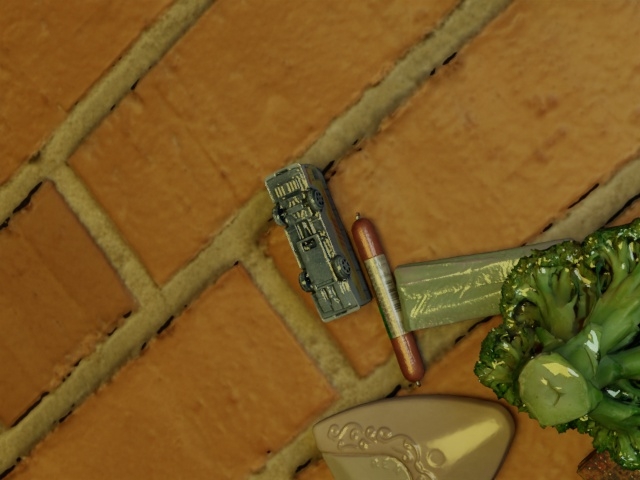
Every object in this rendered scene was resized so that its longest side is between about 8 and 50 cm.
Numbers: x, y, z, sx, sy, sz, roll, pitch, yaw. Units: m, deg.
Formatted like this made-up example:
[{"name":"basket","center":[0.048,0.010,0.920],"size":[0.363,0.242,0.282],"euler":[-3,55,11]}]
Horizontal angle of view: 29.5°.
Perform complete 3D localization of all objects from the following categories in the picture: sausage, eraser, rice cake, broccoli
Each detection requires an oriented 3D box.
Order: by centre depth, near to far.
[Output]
[{"name":"broccoli","center":[0.279,0.105,1.215],"size":[0.254,0.269,0.269],"euler":[20,103,24]},{"name":"rice cake","center":[0.194,0.050,1.402],"size":[0.222,0.042,0.080],"euler":[-11,86,26]},{"name":"eraser","center":[0.121,0.262,1.445],"size":[0.243,0.059,0.204],"euler":[-34,80,28]},{"name":"sausage","center":[0.081,0.071,1.464],"size":[0.029,0.029,0.223],"euler":[-21,85,25]}]

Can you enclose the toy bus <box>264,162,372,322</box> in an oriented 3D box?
[{"name":"toy bus","center":[0.000,0.000,1.470],"size":[0.064,0.075,0.190],"euler":[-24,86,27]}]

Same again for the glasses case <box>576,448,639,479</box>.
[{"name":"glasses case","center":[0.383,0.203,1.323],"size":[0.075,0.049,0.218],"euler":[45,112,9]}]
